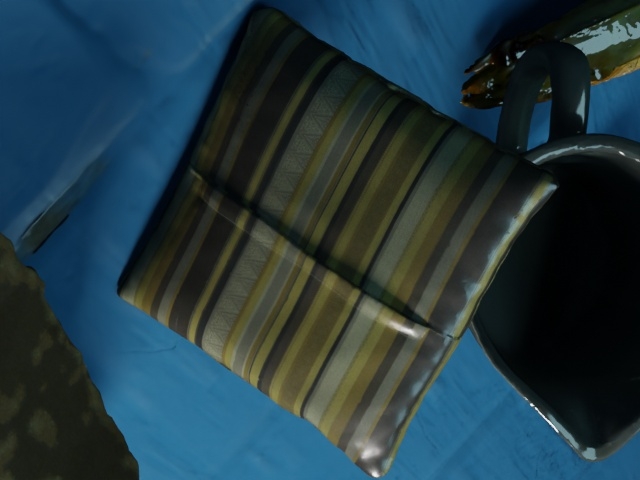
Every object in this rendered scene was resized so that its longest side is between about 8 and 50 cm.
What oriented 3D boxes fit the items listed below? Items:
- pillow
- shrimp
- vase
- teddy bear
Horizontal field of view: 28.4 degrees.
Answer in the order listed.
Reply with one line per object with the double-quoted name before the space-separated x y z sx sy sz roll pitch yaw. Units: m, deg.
"pillow" 0.000 0.000 0.742 0.208 0.212 0.052 -62 161 13
"shrimp" 0.209 -0.149 0.976 0.267 0.061 0.145 -27 173 -29
"vase" 0.145 -0.006 0.863 0.156 0.301 0.251 -1 94 -5
"teddy bear" -0.210 0.136 0.694 0.296 0.223 0.246 51 43 -25
